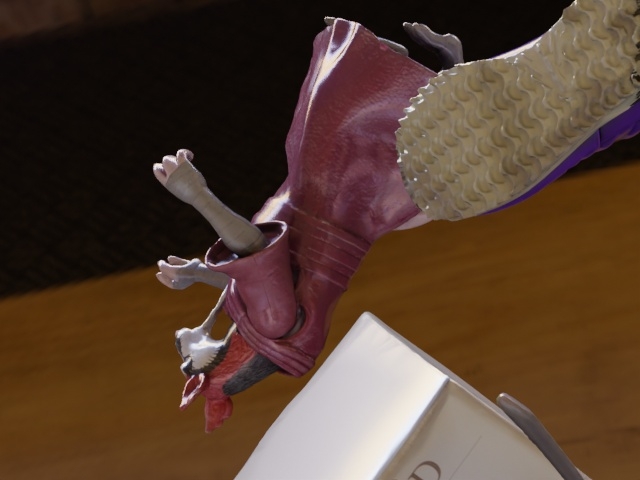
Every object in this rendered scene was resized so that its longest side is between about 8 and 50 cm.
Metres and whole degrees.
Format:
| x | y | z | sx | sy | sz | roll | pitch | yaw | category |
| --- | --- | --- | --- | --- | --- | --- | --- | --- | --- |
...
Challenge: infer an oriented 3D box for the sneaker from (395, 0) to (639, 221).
| x | y | z | sx | sy | sz | roll | pitch | yaw | category |
| --- | --- | --- | --- | --- | --- | --- | --- | --- | --- |
| 0.185 | -0.097 | 1.072 | 0.293 | 0.146 | 0.102 | -34 | 69 | 39 | sneaker |

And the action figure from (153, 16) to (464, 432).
| x | y | z | sx | sy | sz | roll | pitch | yaw | category |
| --- | --- | --- | --- | --- | --- | --- | --- | --- | --- |
| 0.000 | 0.000 | 1.357 | 0.276 | 0.248 | 0.370 | 25 | 85 | 4 | action figure |

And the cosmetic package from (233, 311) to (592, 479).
| x | y | z | sx | sy | sz | roll | pitch | yaw | category |
| --- | --- | --- | --- | --- | --- | --- | --- | --- | --- |
| 0.132 | 0.339 | 1.682 | 0.329 | 0.394 | 0.327 | -53 | 17 | -1 | cosmetic package |

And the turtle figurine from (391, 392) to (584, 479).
| x | y | z | sx | sy | sz | roll | pitch | yaw | category |
| --- | --- | --- | --- | --- | --- | --- | --- | --- | --- |
| 0.101 | 0.217 | 0.740 | 0.266 | 0.275 | 0.198 | 27 | 73 | -12 | turtle figurine |
